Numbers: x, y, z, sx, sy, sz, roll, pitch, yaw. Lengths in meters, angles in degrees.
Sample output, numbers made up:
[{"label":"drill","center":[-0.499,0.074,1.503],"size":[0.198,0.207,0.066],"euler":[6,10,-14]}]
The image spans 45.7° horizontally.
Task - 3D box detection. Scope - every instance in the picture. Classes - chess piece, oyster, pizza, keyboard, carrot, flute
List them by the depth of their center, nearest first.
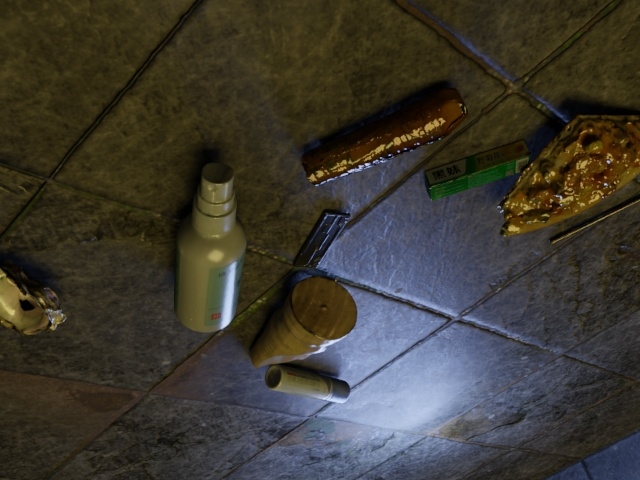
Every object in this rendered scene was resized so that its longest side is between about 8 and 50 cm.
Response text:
[{"label":"carrot","center":[0.092,-0.153,1.138],"size":[0.260,0.070,0.070],"euler":[-22,145,9]},{"label":"oyster","center":[-0.487,0.092,1.222],"size":[0.163,0.081,0.191],"euler":[41,134,-24]},{"label":"pizza","center":[0.467,-0.109,1.328],"size":[0.268,0.087,0.258],"euler":[-8,148,-34]},{"label":"keyboard","center":[0.000,0.000,1.351],"size":[0.053,0.010,0.155],"euler":[5,139,-28]},{"label":"chess piece","center":[-0.048,0.185,1.508],"size":[0.137,0.137,0.301],"euler":[1,153,-25]},{"label":"flute","center":[0.587,-0.057,1.530],"size":[0.270,0.014,0.014],"euler":[-28,144,14]}]

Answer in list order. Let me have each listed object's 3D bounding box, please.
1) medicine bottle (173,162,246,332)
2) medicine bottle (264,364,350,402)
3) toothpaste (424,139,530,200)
[{"label":"medicine bottle","center":[-0.173,0.012,1.204],"size":[0.110,0.110,0.351],"euler":[-6,143,-17]},{"label":"medicine bottle","center":[-0.026,0.332,1.749],"size":[0.059,0.059,0.231],"euler":[-39,140,27]},{"label":"toothpaste","center":[0.265,-0.119,1.285],"size":[0.179,0.037,0.043],"euler":[-18,149,0]}]
